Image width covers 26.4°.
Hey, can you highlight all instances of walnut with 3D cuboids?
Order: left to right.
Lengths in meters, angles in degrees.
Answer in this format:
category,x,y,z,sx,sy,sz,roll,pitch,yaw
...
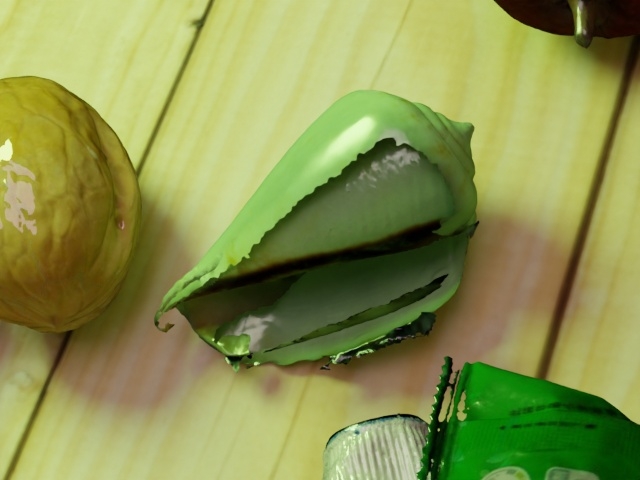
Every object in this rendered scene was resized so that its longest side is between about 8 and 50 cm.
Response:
category,x,y,z,sx,sy,sz,roll,pitch,yaw
walnut,-0.213,-0.027,1.016,0.159,0.159,0.207,-22,64,5

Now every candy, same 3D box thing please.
category,x,y,z,sx,sy,sz,roll,pitch,yaw
candy,0.162,0.141,0.843,0.203,0.078,0.141,14,30,8

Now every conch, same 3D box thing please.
category,x,y,z,sx,sy,sz,roll,pitch,yaw
conch,0.014,0.008,0.957,0.251,0.143,0.137,-53,19,1

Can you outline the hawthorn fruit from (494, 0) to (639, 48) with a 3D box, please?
category,x,y,z,sx,sy,sz,roll,pitch,yaw
hawthorn fruit,0.195,-0.242,0.989,0.215,0.215,0.250,3,69,18

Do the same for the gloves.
category,x,y,z,sx,sy,sz,roll,pitch,yaw
gloves,0.067,0.212,0.848,0.119,0.097,0.229,-6,45,-19
